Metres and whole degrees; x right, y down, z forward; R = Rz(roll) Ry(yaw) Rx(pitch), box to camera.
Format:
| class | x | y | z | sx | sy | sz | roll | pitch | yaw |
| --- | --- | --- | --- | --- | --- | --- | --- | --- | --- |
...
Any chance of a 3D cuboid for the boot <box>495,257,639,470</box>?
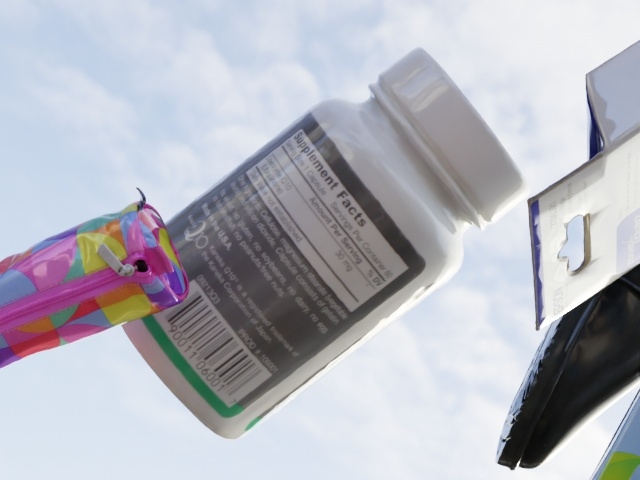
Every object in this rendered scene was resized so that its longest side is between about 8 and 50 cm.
| class | x | y | z | sx | sy | sz | roll | pitch | yaw |
| --- | --- | --- | --- | --- | --- | --- | --- | --- | --- |
| boot | 0.282 | 0.116 | 1.294 | 0.207 | 0.246 | 0.094 | 28 | -9 | 5 |

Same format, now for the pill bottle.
| class | x | y | z | sx | sy | sz | roll | pitch | yaw |
| --- | --- | --- | --- | --- | --- | --- | --- | --- | --- |
| pill bottle | 0.000 | 0.000 | 1.440 | 0.204 | 0.361 | 0.204 | 52 | 3 | -4 |

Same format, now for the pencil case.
| class | x | y | z | sx | sy | sz | roll | pitch | yaw |
| --- | --- | --- | --- | --- | --- | --- | --- | --- | --- |
| pencil case | -0.225 | 0.045 | 1.302 | 0.236 | 0.104 | 0.104 | -23 | -51 | 9 |

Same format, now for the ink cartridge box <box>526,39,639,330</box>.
| class | x | y | z | sx | sy | sz | roll | pitch | yaw |
| --- | --- | --- | --- | --- | --- | --- | --- | --- | --- |
| ink cartridge box | 0.277 | -0.094 | 1.061 | 0.069 | 0.371 | 0.176 | 50 | -12 | 29 |

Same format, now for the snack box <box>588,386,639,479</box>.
| class | x | y | z | sx | sy | sz | roll | pitch | yaw |
| --- | --- | --- | --- | --- | --- | --- | --- | --- | --- |
| snack box | 0.183 | 0.161 | 0.592 | 0.207 | 0.174 | 0.070 | 28 | -8 | 12 |
